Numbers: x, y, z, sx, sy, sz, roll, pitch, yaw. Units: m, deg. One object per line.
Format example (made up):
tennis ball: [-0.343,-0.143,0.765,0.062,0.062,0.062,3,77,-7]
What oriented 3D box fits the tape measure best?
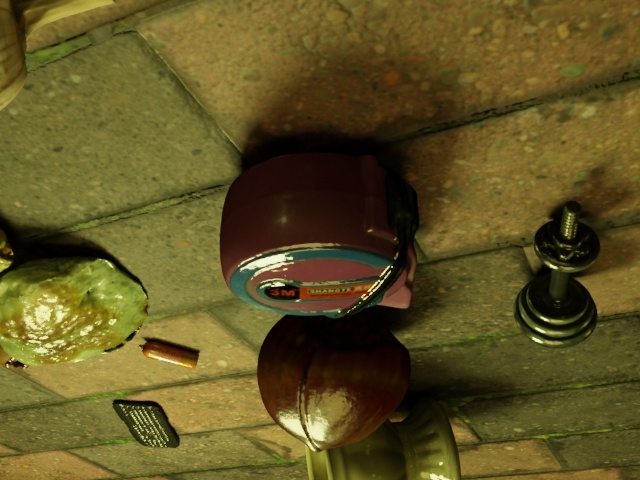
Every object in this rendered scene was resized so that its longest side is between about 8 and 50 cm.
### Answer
tape measure: [0.000,0.000,0.864,0.231,0.149,0.245,0,154,0]

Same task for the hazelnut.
hazelnut: [0.015,0.206,1.105,0.229,0.230,0.229,2,146,2]

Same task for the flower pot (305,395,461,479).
flower pot: [0.111,0.418,1.357,0.244,0.308,0.307,-7,147,-9]

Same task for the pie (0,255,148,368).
pie: [-0.392,0.108,1.111,0.257,0.106,0.274,-7,150,-11]

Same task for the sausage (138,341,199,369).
sausage: [-0.265,0.198,1.279,0.107,0.031,0.031,21,142,-25]

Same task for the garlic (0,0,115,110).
garlic: [-0.279,-0.193,0.619,0.226,0.199,0.199,-22,155,-25]

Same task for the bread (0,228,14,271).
bread: [-0.582,0.042,1.035,0.367,0.077,0.084,-13,147,22]

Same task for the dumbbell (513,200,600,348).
dumbbell: [0.306,0.041,0.935,0.110,0.110,0.255,-3,139,9]

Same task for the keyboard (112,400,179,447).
keyboard: [-0.378,0.408,1.616,0.106,0.016,0.262,1,146,3]
